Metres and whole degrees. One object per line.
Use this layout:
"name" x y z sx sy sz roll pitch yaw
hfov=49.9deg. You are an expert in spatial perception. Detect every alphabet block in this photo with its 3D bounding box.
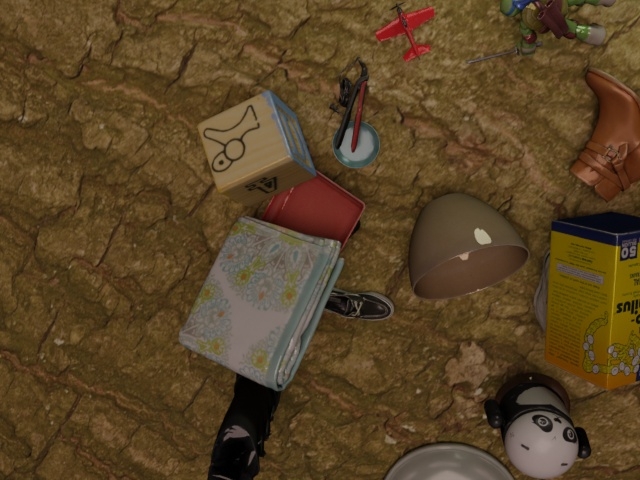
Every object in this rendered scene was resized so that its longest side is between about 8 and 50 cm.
"alphabet block" -0.149 -0.215 1.655 0.197 0.193 0.192 -22 74 14

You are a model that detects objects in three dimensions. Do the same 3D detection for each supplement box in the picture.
"supplement box" 0.663 0.130 1.582 0.194 0.195 0.356 -8 105 -24

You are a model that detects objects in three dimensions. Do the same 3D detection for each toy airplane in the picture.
"toy airplane" 0.209 -0.493 1.640 0.151 0.028 0.151 2 104 7

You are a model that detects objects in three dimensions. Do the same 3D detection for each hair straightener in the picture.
"hair straightener" 0.062 -0.334 1.680 0.089 0.047 0.230 11 97 11

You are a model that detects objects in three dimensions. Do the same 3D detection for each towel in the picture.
"towel" -0.141 0.135 1.655 0.321 0.090 0.374 18 77 35

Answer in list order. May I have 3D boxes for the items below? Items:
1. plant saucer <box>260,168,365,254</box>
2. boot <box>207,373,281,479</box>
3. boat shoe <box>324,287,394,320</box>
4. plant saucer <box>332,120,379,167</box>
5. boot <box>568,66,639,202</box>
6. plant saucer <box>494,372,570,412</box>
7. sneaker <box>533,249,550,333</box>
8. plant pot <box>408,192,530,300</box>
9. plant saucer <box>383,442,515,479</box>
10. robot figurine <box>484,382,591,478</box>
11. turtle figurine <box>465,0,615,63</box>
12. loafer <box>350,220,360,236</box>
"plant saucer" -0.027 -0.040 1.731 0.259 0.048 0.258 37 106 30
"boot" -0.183 0.376 1.708 0.146 0.445 0.366 0 104 9
"boat shoe" 0.084 0.174 1.811 0.220 0.070 0.077 9 106 6
"plant saucer" 0.090 -0.242 1.727 0.120 0.021 0.119 2 105 8
"boot" 0.663 -0.245 1.609 0.283 0.109 0.220 41 111 -11
"plant saucer" 0.564 0.450 1.829 0.199 0.036 0.198 2 104 8
"sneaker" 0.586 0.140 1.715 0.090 0.095 0.234 -1 106 7
"plant pot" 0.330 -0.001 1.651 0.284 0.284 0.190 -22 63 13
"plant saucer" 0.360 0.761 1.908 0.401 0.100 0.400 2 105 9
"robot figurine" 0.525 0.452 1.670 0.209 0.278 0.173 -21 100 14
"turtle figurine" 0.500 -0.525 1.552 0.267 0.275 0.197 3 82 -12
"loafer" 0.000 0.000 1.774 0.220 0.078 0.080 -35 97 15
